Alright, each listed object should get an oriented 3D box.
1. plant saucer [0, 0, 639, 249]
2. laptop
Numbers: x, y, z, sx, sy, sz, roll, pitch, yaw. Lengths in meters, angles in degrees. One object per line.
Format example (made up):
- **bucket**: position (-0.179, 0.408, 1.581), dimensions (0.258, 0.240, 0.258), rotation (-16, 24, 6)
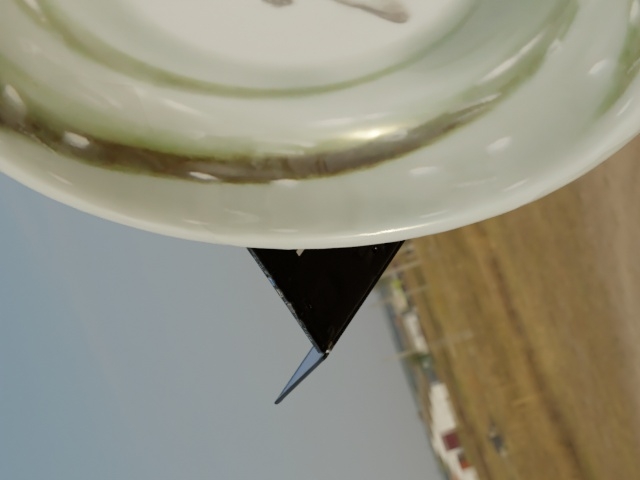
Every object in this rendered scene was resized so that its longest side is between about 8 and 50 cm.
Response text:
- **plant saucer**: position (-0.013, -0.134, 0.695), dimensions (0.400, 0.401, 0.100), rotation (67, -161, -58)
- **laptop**: position (0.000, 0.000, 1.390), dimensions (0.234, 0.137, 0.264), rotation (-55, -51, -30)
